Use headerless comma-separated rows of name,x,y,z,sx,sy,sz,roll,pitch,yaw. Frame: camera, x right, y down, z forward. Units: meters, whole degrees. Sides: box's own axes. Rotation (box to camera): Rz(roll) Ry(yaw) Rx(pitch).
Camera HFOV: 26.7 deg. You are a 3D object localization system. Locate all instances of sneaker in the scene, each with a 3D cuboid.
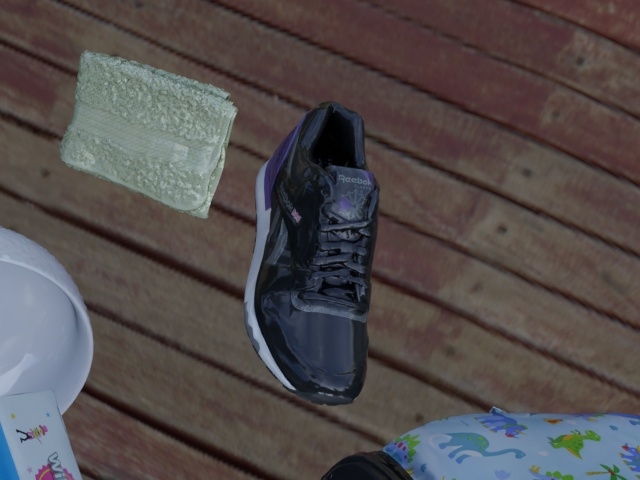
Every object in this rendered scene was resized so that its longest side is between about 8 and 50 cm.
sneaker,0.000,0.000,1.161,0.107,0.124,0.283,10,50,-22

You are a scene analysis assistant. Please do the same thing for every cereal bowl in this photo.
cereal bowl,-0.443,0.105,1.581,0.339,0.339,0.141,-20,44,-7

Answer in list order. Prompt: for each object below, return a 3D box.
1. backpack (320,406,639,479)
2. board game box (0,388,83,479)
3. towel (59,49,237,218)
backpack,0.204,0.290,1.262,0.355,0.290,0.273,17,106,-23
board game box,-0.370,0.310,1.360,0.303,0.097,0.224,-28,76,24
towel,-0.142,-0.089,1.098,0.148,0.027,0.110,22,109,18
